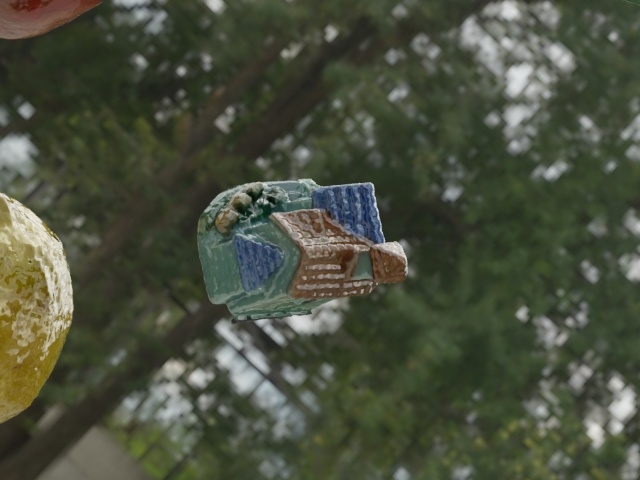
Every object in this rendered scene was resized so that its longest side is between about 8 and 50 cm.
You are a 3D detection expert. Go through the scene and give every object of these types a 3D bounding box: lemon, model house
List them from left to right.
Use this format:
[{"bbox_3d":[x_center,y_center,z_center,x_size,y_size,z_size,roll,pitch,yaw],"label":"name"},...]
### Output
[{"bbox_3d":[-0.304,0.056,1.430,0.192,0.231,0.192,13,27,-7],"label":"lemon"},{"bbox_3d":[0.000,0.000,1.401,0.148,0.119,0.148,-10,-5,44],"label":"model house"}]

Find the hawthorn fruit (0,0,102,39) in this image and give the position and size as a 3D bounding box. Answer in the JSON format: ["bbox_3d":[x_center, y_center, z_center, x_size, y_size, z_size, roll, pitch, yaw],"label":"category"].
[{"bbox_3d":[-0.252,-0.281,1.555,0.185,0.202,0.185,-9,90,-87],"label":"hawthorn fruit"}]

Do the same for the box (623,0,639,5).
[{"bbox_3d":[0.136,-0.195,0.817,0.199,0.081,0.135,27,-58,39],"label":"box"}]
